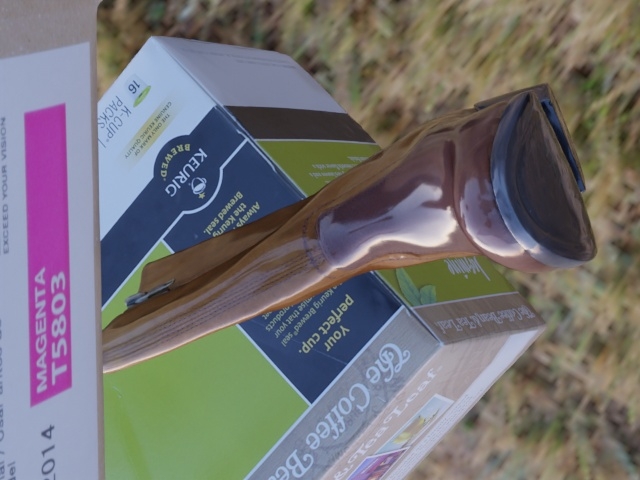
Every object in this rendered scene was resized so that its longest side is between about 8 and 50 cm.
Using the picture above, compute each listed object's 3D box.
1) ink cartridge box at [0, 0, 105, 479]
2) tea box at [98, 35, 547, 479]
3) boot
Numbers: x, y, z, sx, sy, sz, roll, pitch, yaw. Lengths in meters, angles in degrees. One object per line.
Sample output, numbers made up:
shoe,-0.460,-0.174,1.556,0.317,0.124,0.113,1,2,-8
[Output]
ink cartridge box,-0.167,0.022,0.585,0.193,0.088,0.234,4,102,20
tea box,-0.072,0.073,1.496,0.323,0.220,0.329,48,110,18
boot,0.000,0.000,1.058,0.280,0.264,0.096,-21,105,10
